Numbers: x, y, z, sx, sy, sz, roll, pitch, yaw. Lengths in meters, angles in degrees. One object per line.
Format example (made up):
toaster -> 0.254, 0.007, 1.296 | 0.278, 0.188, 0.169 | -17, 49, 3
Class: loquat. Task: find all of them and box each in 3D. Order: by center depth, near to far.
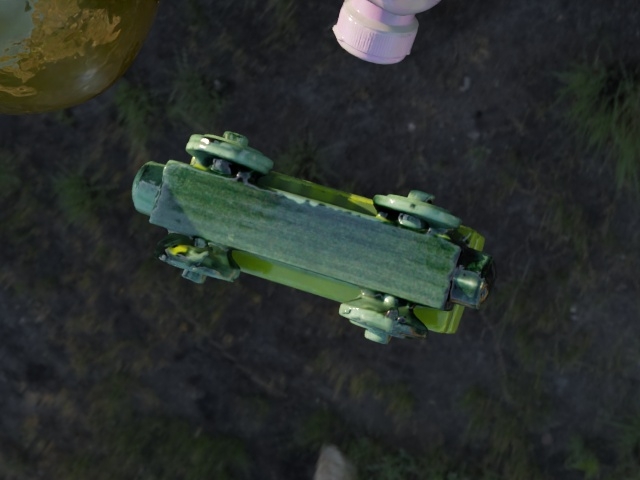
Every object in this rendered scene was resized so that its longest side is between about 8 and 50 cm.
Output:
loquat -> -0.136, -0.129, 0.484 | 0.152, 0.152, 0.195 | 26, 176, 4

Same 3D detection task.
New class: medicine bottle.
medicine bottle -> 0.069, -0.240, 0.839 | 0.078, 0.115, 0.219 | 33, 127, 19

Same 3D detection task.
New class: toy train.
toy train -> 0.000, 0.000, 1.349 | 0.442, 0.272, 0.179 | 17, 90, 15
